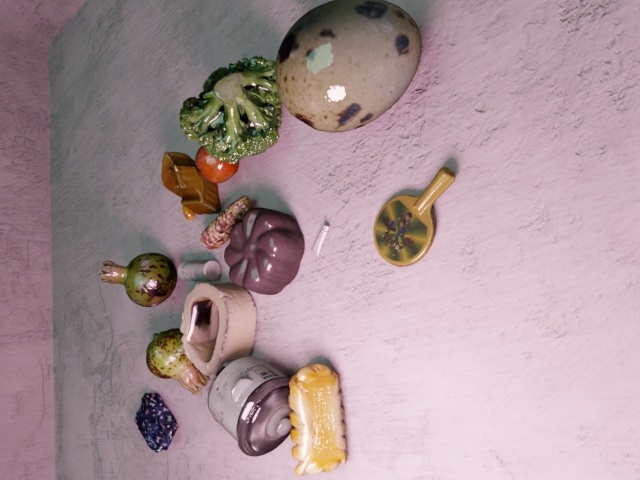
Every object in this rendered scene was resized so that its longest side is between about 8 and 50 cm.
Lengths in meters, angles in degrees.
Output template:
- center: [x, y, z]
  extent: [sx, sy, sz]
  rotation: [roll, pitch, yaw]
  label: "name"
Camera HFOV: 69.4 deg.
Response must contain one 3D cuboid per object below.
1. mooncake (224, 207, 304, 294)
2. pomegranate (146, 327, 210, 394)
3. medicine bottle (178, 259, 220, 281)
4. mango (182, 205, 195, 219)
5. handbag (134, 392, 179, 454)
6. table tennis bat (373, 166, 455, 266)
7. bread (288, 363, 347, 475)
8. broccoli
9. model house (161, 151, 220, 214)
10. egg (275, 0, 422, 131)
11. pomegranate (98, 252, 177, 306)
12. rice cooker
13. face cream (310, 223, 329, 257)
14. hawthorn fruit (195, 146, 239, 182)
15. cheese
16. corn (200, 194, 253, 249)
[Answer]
- center: [-0.204, 0.037, 1.619]
  extent: [0.305, 0.154, 0.307]
  rotation: [-8, 78, 40]
  label: "mooncake"
- center: [-0.578, 0.490, 1.858]
  extent: [0.203, 0.222, 0.277]
  rotation: [-15, 94, 21]
  label: "pomegranate"
- center: [-0.498, 0.124, 1.900]
  extent: [0.183, 0.086, 0.086]
  rotation: [-2, 84, 41]
  label: "medicine bottle"
- center: [-0.575, -0.128, 2.009]
  extent: [0.046, 0.060, 0.089]
  rotation: [-25, 61, -7]
  label: "mango"
- center: [-0.715, 0.788, 2.004]
  extent: [0.260, 0.113, 0.162]
  rotation: [33, 103, 38]
  label: "handbag"
- center: [0.265, -0.069, 1.302]
  extent: [0.321, 0.050, 0.198]
  rotation: [-55, 53, 27]
  label: "table tennis bat"
- center: [-0.012, 0.533, 1.399]
  extent: [0.121, 0.172, 0.312]
  rotation: [146, 123, -65]
  label: "bread"
- center: [-0.295, -0.454, 1.643]
  extent: [0.413, 0.321, 0.310]
  rotation: [-23, 24, -2]
  label: "broccoli"
- center: [-0.525, -0.208, 1.876]
  extent: [0.173, 0.268, 0.239]
  rotation: [-43, 60, 6]
  label: "model house"
- center: [0.073, -0.494, 1.305]
  extent: [0.427, 0.345, 0.346]
  rotation: [-20, 73, 32]
  label: "egg"
- center: [-0.778, 0.147, 2.010]
  extent: [0.305, 0.242, 0.242]
  rotation: [29, 109, -4]
  label: "pomegranate"
- center: [-0.205, 0.530, 1.498]
  extent: [0.316, 0.317, 0.264]
  rotation: [24, 58, 39]
  label: "rice cooker"
- center: [0.000, 0.000, 1.531]
  extent: [0.038, 0.020, 0.115]
  rotation: [36, 111, 36]
  label: "face cream"
- center: [-0.399, -0.311, 1.806]
  extent: [0.172, 0.172, 0.173]
  rotation: [-5, 83, 40]
  label: "hawthorn fruit"
- center: [-0.389, 0.327, 1.745]
  extent: [0.292, 0.153, 0.333]
  rotation: [9, 90, 41]
  label: "cheese"
- center: [-0.361, -0.069, 1.798]
  extent: [0.289, 0.098, 0.098]
  rotation: [-41, 62, 26]
  label: "corn"
